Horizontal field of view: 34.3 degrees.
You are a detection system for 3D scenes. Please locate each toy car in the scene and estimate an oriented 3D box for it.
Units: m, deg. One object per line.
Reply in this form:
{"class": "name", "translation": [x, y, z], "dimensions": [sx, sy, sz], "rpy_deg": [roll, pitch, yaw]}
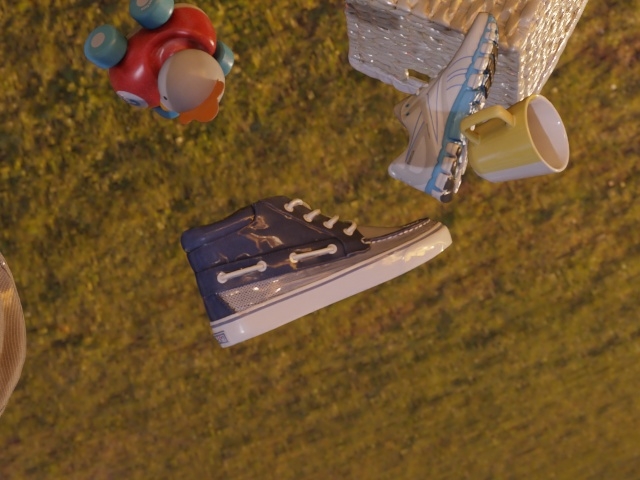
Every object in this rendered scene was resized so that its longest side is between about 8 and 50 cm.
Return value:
{"class": "toy car", "translation": [-0.248, -0.273, 1.776], "dimensions": [0.210, 0.238, 0.219], "rpy_deg": [-39, 141, 11]}

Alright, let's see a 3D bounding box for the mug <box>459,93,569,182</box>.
{"class": "mug", "translation": [0.145, -0.080, 0.801], "dimensions": [0.064, 0.062, 0.078], "rpy_deg": [-19, 116, 39]}

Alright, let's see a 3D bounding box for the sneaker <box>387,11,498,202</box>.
{"class": "sneaker", "translation": [0.116, -0.138, 1.008], "dimensions": [0.083, 0.190, 0.071], "rpy_deg": [18, 174, 19]}

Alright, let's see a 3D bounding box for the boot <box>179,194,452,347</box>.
{"class": "boot", "translation": [0.000, 0.000, 0.727], "dimensions": [0.190, 0.086, 0.069], "rpy_deg": [-22, 180, -23]}

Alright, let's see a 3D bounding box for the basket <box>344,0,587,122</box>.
{"class": "basket", "translation": [0.238, -0.408, 1.662], "dimensions": [0.331, 0.328, 0.266], "rpy_deg": [-61, 163, -11]}

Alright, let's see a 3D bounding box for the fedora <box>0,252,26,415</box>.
{"class": "fedora", "translation": [-0.368, 0.098, 1.019], "dimensions": [0.124, 0.275, 0.244], "rpy_deg": [-4, 146, 0]}
